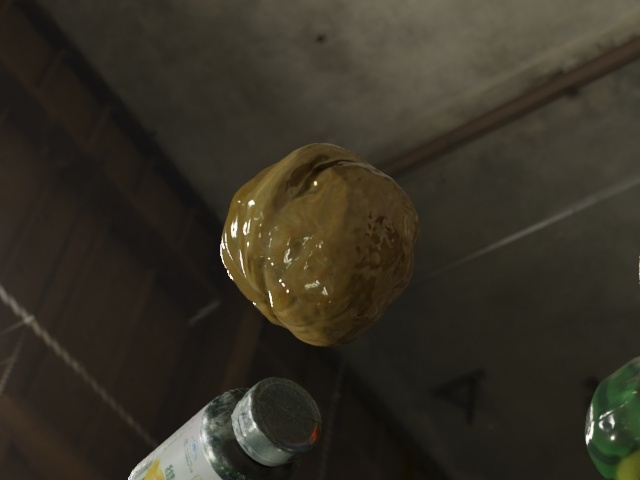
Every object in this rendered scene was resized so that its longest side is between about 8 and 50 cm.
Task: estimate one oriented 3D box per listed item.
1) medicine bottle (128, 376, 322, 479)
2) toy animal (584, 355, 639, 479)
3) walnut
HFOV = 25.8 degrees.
[{"bbox_3d":[-0.118,0.276,1.738,0.141,0.293,0.141,23,-134,-26],"label":"medicine bottle"},{"bbox_3d":[0.460,0.260,1.766,0.338,0.216,0.191,39,-152,-36],"label":"toy animal"},{"bbox_3d":[0.000,0.000,2.010,0.285,0.296,0.285,-8,-76,-34],"label":"walnut"}]
